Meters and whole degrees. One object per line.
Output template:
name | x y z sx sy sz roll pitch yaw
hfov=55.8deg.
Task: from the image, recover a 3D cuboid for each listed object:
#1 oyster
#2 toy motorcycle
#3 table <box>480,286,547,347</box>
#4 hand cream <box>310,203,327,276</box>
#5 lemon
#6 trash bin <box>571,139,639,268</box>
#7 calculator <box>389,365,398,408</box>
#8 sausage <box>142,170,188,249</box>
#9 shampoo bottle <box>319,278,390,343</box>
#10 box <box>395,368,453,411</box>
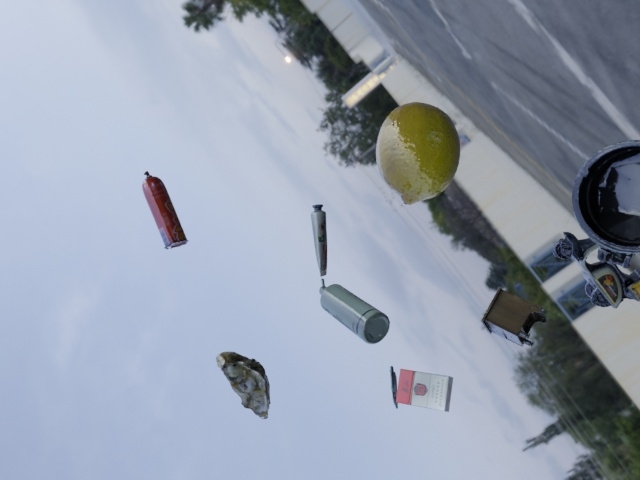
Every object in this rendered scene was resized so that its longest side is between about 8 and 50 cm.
oyster | -0.262 0.517 2.181 0.094 0.166 0.294 -75 -26 -63
toy motorcycle | 0.734 0.064 1.584 0.263 0.157 0.091 50 -162 -8
table | 0.343 0.140 1.067 0.082 0.070 0.083 25 169 33
hand cream | 0.000 0.000 1.967 0.080 0.050 0.234 -5 -89 -74
lemon | 0.263 -0.241 1.632 0.236 0.236 0.263 -28 -80 -76
trash bin | 0.669 -0.094 1.236 0.217 0.277 0.262 24 -160 37
calculator | 0.260 0.517 2.125 0.094 0.019 0.141 66 -161 -49
sausage | -0.280 -0.057 1.073 0.050 0.048 0.145 -17 -98 -56
shampoo bottle | 0.072 0.179 1.583 0.085 0.085 0.262 41 174 -35
box | 0.299 0.430 1.742 0.048 0.152 0.100 35 -118 -56
